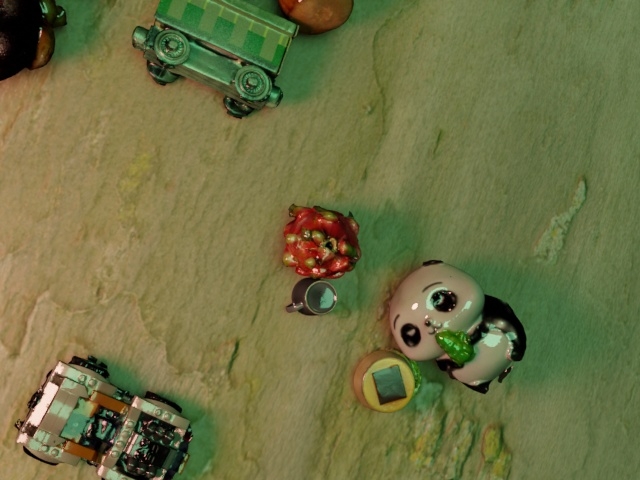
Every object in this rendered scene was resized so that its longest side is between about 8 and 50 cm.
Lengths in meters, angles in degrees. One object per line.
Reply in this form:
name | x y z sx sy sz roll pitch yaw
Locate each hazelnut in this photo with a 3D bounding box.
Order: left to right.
hazelnut | -0.011 -0.488 1.481 0.150 0.150 0.150 1 87 -18

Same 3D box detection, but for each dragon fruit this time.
dragon fruit | 0.000 0.000 1.445 0.166 0.172 0.160 44 76 -11

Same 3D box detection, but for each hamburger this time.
hamburger | 0.137 0.284 1.528 0.141 0.081 0.127 -32 96 -5

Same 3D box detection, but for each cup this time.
cup | -0.020 0.117 1.483 0.100 0.077 0.078 -27 96 -17

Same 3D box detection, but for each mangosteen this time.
mangosteen | -0.546 -0.374 1.281 0.250 0.211 0.211 -15 93 -48

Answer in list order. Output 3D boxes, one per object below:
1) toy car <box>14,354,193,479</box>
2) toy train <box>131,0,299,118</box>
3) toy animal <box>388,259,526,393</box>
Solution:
toy car | -0.373 0.336 1.340 0.301 0.118 0.193 31 76 -16
toy train | -0.197 -0.368 1.426 0.300 0.120 0.202 20 78 -16
toy animal | 0.269 0.172 1.509 0.266 0.212 0.213 31 79 -18
